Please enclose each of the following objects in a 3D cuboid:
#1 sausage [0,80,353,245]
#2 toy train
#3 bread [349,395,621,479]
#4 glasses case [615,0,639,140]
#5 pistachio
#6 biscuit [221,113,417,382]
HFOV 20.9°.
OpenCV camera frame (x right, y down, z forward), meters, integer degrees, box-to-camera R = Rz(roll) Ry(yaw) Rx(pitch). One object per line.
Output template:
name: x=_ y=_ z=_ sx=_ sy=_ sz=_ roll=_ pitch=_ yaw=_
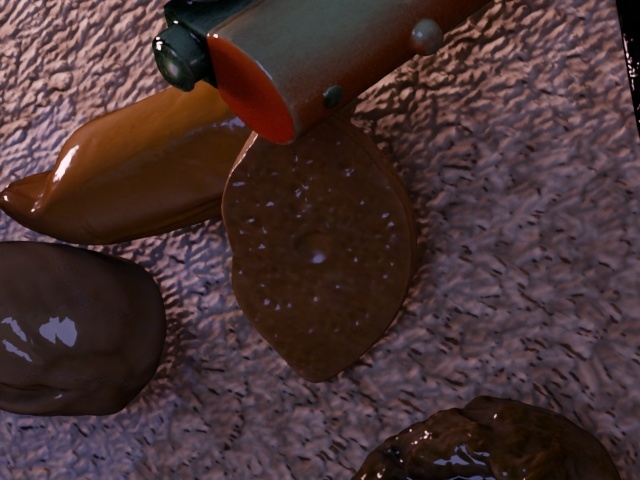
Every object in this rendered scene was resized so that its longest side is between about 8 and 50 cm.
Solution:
sausage: x=-0.127 y=-0.060 z=1.347 sx=0.328 sy=0.112 sz=0.112 roll=-17 pitch=75 yaw=24
toy train: x=0.021 y=-0.179 z=1.221 sx=0.285 sy=0.116 sz=0.177 roll=-36 pitch=54 yaw=-23
bread: x=0.102 y=0.218 z=1.163 sx=0.230 sy=0.123 sz=0.230 roll=-6 pitch=76 yaw=27
glasses case: x=0.255 y=-0.150 z=1.167 sx=0.103 sy=0.067 sz=0.267 roll=-12 pitch=76 yaw=26
pistachio: x=-0.225 y=0.066 z=1.374 sx=0.238 sy=0.153 sz=0.138 roll=5 pitch=125 yaw=32
biscuit: x=0.000 y=0.000 z=1.262 sx=0.142 sy=0.029 sz=0.221 roll=-6 pitch=109 yaw=11
